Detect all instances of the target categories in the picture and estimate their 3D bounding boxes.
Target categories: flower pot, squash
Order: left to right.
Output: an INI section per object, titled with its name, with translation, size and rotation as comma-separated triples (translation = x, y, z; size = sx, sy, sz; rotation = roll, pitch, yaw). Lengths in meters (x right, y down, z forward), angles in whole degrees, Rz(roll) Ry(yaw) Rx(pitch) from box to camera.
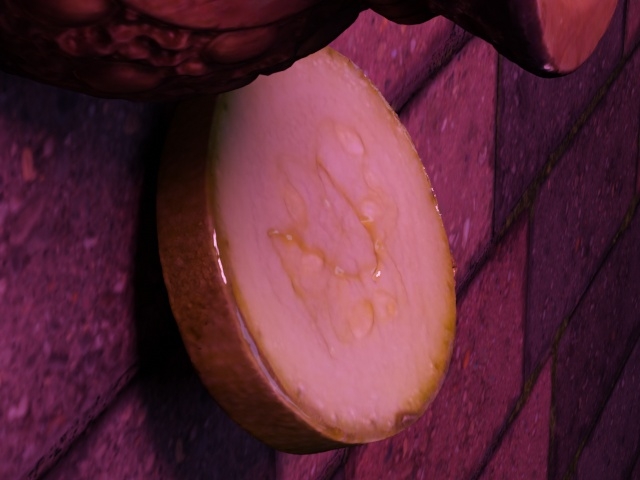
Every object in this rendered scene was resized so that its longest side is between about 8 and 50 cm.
[flower pot]
translation = -0.004, -0.183, 0.734
size = 0.266, 0.267, 0.266
rotation = 10, 90, -70
[squash]
translation = 0.000, 0.000, 0.999
size = 0.252, 0.049, 0.252
rotation = 22, 61, -48

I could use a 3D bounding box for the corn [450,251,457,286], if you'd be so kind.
[corn]
translation = 0.012, 0.047, 1.125
size = 0.260, 0.091, 0.091
rotation = -20, 111, -61
